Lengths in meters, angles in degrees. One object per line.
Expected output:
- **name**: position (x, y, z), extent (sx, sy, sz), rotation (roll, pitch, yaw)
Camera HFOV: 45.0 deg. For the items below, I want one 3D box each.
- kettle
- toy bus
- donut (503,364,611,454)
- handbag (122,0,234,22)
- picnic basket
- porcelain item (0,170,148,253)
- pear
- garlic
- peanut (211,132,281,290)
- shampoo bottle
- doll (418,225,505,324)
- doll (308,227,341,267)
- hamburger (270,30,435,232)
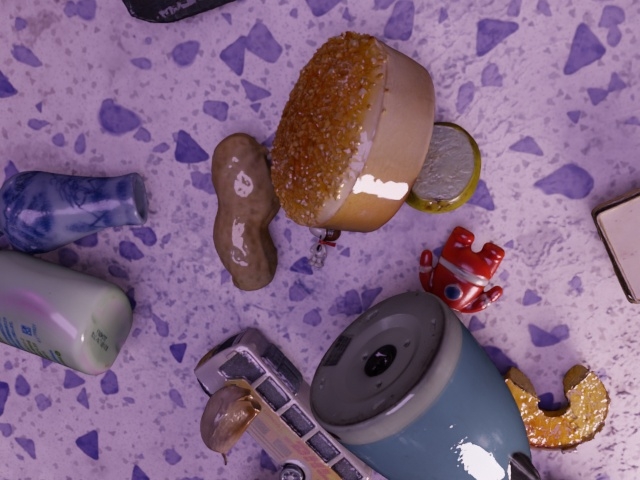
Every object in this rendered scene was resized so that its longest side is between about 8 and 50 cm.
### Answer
- **kettle**: position (0.165, 0.273, 1.190), extent (0.342, 0.319, 0.247), rotation (46, 70, -24)
- **toy bus**: position (-0.061, 0.307, 1.325), extent (0.138, 0.097, 0.342), rotation (-40, 95, 17)
- **donut**: position (0.375, 0.273, 1.266), extent (0.181, 0.078, 0.146), rotation (-7, 104, 4)
- **handbag**: position (-0.251, -0.455, 1.170), extent (0.175, 0.089, 0.270), rotation (-26, 99, 7)
- **picnic basket**: position (0.490, 0.003, 1.162), extent (0.115, 0.079, 0.164), rotation (-23, 90, 15)
- **porcelain item**: position (-0.421, -0.053, 1.273), extent (0.258, 0.141, 0.141), rotation (-8, 103, 0)
- **pear**: position (0.175, -0.109, 1.182), extent (0.141, 0.104, 0.141), rotation (0, 81, 2)
- **garlic**: position (-0.157, 0.299, 1.252), extent (0.084, 0.066, 0.152), rotation (32, 105, -2)
- **peanut**: position (-0.121, -0.041, 1.243), extent (0.117, 0.101, 0.263), rotation (11, 107, 26)
- **shampoo bottle**: position (-0.504, 0.101, 1.296), extent (0.349, 0.222, 0.151), rotation (16, 66, 13)
- **doll**: position (0.200, 0.100, 1.247), extent (0.142, 0.076, 0.245), rotation (30, 103, 7)
- **doll**: position (0.005, 0.004, 1.268), extent (0.058, 0.040, 0.085), rotation (3, 101, 21)
- **hamburger**: position (0.036, -0.148, 1.098), extent (0.170, 0.302, 0.302), rotation (17, 107, -16)
